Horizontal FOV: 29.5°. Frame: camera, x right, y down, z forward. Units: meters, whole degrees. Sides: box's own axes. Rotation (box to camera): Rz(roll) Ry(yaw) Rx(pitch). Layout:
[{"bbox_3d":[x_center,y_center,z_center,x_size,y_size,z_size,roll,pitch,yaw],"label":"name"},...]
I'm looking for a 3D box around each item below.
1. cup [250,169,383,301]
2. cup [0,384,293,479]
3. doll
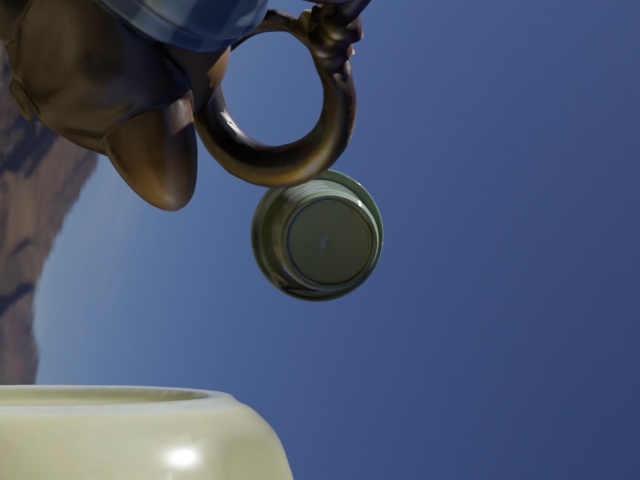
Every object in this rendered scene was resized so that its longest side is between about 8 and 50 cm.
[{"bbox_3d":[0.000,0.000,1.041,0.141,0.120,0.120,-124,-135,-83],"label":"cup"},{"bbox_3d":[-0.083,0.144,0.319,0.255,0.173,0.202,161,-70,-79],"label":"cup"},{"bbox_3d":[-0.062,-0.200,0.776,0.340,0.318,0.209,-51,-169,15],"label":"doll"}]
